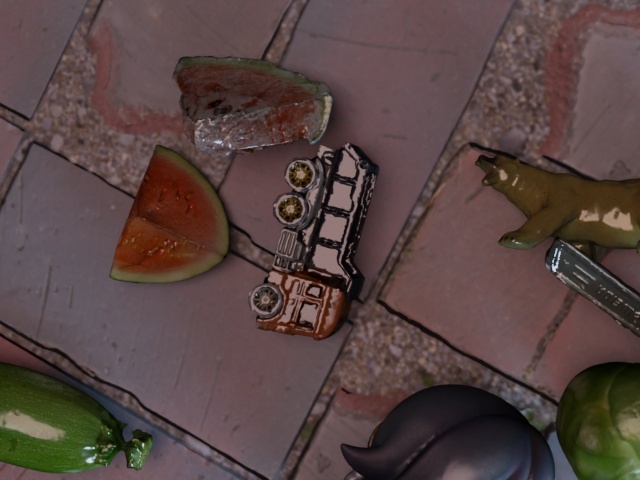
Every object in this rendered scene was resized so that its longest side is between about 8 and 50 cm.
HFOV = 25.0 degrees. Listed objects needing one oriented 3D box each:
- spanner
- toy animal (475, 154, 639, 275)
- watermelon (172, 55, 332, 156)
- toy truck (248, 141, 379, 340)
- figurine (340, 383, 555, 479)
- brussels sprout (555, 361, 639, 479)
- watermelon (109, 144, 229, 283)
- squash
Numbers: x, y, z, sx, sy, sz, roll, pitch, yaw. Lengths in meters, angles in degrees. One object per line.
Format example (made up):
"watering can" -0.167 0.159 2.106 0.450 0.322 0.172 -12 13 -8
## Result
"spanner" 0.329 0.099 1.261 0.325 0.026 0.093 35 124 -6
"toy animal" 0.247 -0.023 1.308 0.218 0.103 0.101 3 71 17
"watermelon" -0.085 -0.116 1.374 0.187 0.139 0.071 18 123 32
"toy truck" 0.000 0.000 1.369 0.092 0.083 0.192 16 93 9
"figurine" 0.094 0.255 1.300 0.265 0.175 0.197 -42 75 3
"brussels sprout" 0.275 0.175 1.264 0.155 0.117 0.155 20 129 26
"watermelon" -0.161 -0.028 1.407 0.125 0.094 0.135 -10 82 23
"squash" -0.348 0.165 1.453 0.378 0.101 0.101 15 93 14
